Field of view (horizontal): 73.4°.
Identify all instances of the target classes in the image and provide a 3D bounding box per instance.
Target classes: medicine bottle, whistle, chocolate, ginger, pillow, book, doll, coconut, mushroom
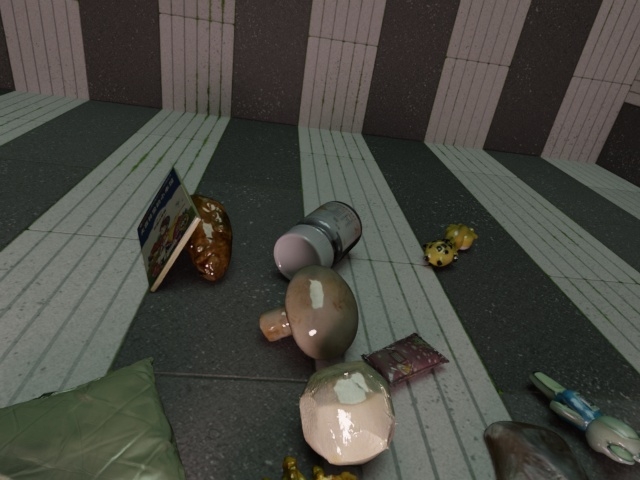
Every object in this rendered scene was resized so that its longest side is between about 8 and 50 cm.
[{"bbox_3d":[0.000,0.000,1.224,0.164,0.165,0.273,20,29,20],"label":"medicine bottle"},{"bbox_3d":[0.519,0.348,0.853,0.113,0.077,0.235,3,22,-31],"label":"whistle"},{"bbox_3d":[0.378,0.399,0.703,0.156,0.080,0.254,10,29,1],"label":"chocolate"},{"bbox_3d":[-0.329,-0.032,1.179,0.164,0.173,0.321,0,28,-29],"label":"ginger"},{"bbox_3d":[-0.365,0.318,0.641,0.280,0.076,0.274,-14,34,-26],"label":"pillow"},{"bbox_3d":[-0.415,-0.043,1.142,0.018,0.228,0.322,27,13,-39],"label":"book"},{"bbox_3d":[0.425,0.011,1.415,0.117,0.086,0.291,30,36,25],"label":"doll"},{"bbox_3d":[0.048,0.296,0.718,0.160,0.162,0.161,-16,-5,-2],"label":"coconut"},{"bbox_3d":[-0.013,0.170,0.933,0.206,0.209,0.206,36,16,-12],"label":"mushroom"},{"bbox_3d":[0.184,0.261,0.938,0.184,0.043,0.118,-7,26,-33],"label":"pillow"}]

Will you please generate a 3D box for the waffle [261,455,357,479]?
[{"bbox_3d":[0.003,0.423,0.565,0.292,0.069,0.259,28,35,28],"label":"waffle"}]
